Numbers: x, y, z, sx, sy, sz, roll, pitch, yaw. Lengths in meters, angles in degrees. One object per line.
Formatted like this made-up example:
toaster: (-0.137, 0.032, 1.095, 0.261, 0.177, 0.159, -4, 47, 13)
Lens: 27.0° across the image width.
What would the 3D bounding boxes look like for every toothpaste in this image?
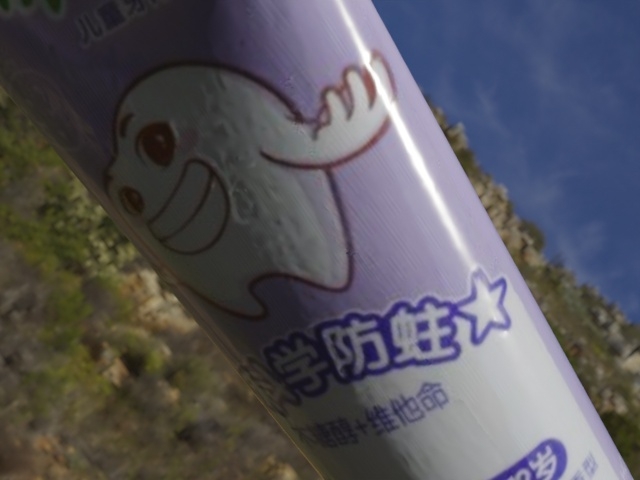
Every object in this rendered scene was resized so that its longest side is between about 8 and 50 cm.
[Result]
toothpaste: (0.000, 0.000, 0.401, 0.125, 0.080, 0.371, -23, -68, 26)
